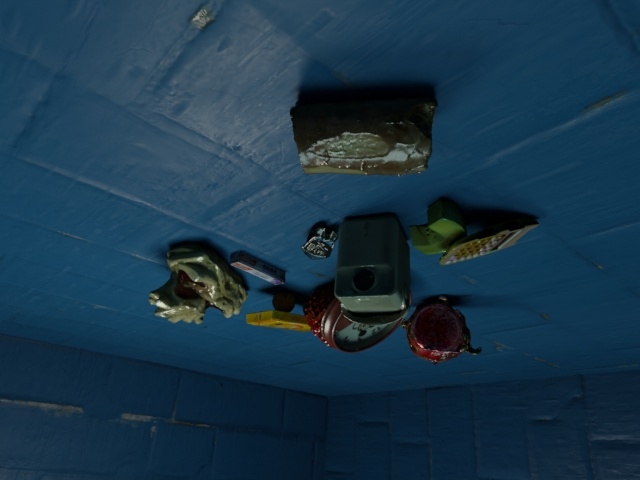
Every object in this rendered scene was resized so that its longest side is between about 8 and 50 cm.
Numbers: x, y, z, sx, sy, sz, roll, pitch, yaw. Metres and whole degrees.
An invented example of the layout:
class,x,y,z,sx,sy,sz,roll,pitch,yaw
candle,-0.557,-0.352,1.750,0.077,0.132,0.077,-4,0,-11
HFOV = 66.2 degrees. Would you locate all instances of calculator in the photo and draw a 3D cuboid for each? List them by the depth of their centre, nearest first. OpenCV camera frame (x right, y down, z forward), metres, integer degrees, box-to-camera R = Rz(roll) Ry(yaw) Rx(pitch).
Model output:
class,x,y,z,sx,sy,sz,roll,pitch,yaw
calculator,0.384,0.004,1.155,0.236,0.033,0.157,-16,160,-17

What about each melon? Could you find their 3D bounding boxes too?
class,x,y,z,sx,sy,sz,roll,pitch,yaw
melon,0.280,-0.025,1.162,0.118,0.064,0.209,10,156,-16

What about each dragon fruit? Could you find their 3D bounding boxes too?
class,x,y,z,sx,sy,sz,roll,pitch,yaw
dragon fruit,0.406,0.300,1.658,0.282,0.211,0.147,17,152,24

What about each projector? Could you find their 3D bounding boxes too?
class,x,y,z,sx,sy,sz,roll,pitch,yaw
projector,0.131,0.081,1.196,0.163,0.243,0.177,-4,155,21

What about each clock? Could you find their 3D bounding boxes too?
class,x,y,z,sx,sy,sz,roll,pitch,yaw
clock,0.143,0.216,1.518,0.318,0.080,0.318,-20,134,-22

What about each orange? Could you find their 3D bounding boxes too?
class,x,y,z,sx,sy,sz,roll,pitch,yaw
orange,-0.127,0.216,1.711,0.083,0.084,0.083,3,155,2

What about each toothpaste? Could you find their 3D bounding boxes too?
class,x,y,z,sx,sy,sz,roll,pitch,yaw
toothpaste,-0.188,0.087,1.494,0.047,0.040,0.196,-18,146,35

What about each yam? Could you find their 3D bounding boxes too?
class,x,y,z,sx,sy,sz,roll,pitch,yaw
yam,0.072,-0.170,0.816,0.238,0.129,0.128,0,119,8

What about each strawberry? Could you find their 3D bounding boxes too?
class,x,y,z,sx,sy,sz,roll,pitch,yaw
strawberry,0.042,0.234,1.646,0.178,0.234,0.234,20,171,44

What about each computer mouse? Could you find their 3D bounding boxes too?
class,x,y,z,sx,sy,sz,roll,pitch,yaw
computer mouse,0.000,0.000,1.272,0.079,0.047,0.135,18,143,-12

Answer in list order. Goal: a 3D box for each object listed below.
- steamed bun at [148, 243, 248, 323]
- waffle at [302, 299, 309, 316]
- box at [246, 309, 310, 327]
class,x,y,z,sx,sy,sz,roll,pitch,yaw
steamed bun,-0.394,0.165,1.533,0.247,0.189,0.428,8,156,10
waffle,0.072,0.272,1.824,0.274,0.057,0.168,1,154,7
box,-0.108,0.285,1.727,0.269,0.043,0.152,16,157,-40
